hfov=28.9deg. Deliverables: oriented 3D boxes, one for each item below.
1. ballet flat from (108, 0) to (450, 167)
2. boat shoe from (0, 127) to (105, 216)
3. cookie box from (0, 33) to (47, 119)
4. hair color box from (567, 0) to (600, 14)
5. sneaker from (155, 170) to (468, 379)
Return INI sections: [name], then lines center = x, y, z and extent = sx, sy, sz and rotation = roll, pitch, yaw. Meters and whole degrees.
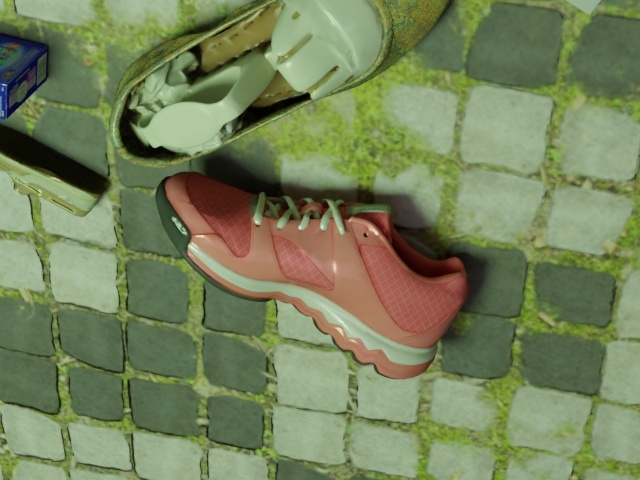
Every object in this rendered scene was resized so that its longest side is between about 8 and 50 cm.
[ballet flat]
center = -0.041, -0.150, 1.046
extent = 0.348, 0.123, 0.123
rotation = -22, 116, 27
[boat shoe]
center = -0.280, -0.064, 1.214
extent = 0.135, 0.050, 0.045
rotation = 29, 122, -5
[cookie box]
center = -0.317, -0.158, 1.134
extent = 0.107, 0.092, 0.040
rotation = 15, 124, 6
[hair color box]
center = 0.164, -0.259, 0.949
extent = 0.167, 0.053, 0.093
rotation = 31, 126, -5
[sneaker]
center = 0.000, 0.000, 1.160
extent = 0.313, 0.116, 0.136
rotation = 29, 117, -14
